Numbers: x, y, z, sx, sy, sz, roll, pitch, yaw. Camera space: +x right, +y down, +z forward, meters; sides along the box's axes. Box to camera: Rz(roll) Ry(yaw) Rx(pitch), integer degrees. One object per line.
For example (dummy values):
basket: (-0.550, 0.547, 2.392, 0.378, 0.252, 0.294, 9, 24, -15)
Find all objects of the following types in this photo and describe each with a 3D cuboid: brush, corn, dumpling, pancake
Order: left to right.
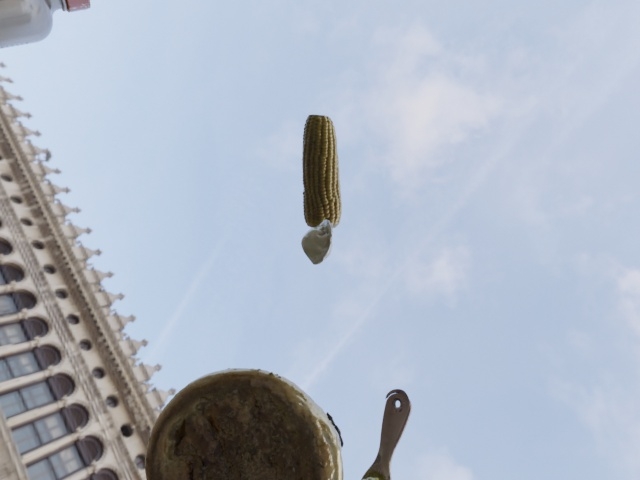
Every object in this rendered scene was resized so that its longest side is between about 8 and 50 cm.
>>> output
pancake: (-0.138, 0.427, 0.814, 0.382, 0.071, 0.382, -2, -105, 8)
dumpling: (0.002, 0.002, 0.676, 0.057, 0.076, 0.052, -30, -88, 20)
corn: (0.003, -0.133, 0.884, 0.080, 0.080, 0.231, 3, -82, 26)
brush: (0.110, 0.434, 0.823, 0.072, 0.067, 0.313, 15, -106, 21)

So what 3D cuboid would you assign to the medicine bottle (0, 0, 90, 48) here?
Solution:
medicine bottle: (-0.448, -0.312, 0.535, 0.157, 0.289, 0.157, 45, -31, 38)
